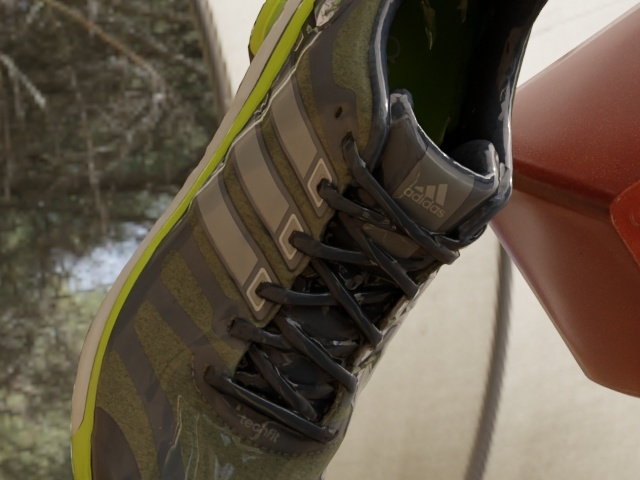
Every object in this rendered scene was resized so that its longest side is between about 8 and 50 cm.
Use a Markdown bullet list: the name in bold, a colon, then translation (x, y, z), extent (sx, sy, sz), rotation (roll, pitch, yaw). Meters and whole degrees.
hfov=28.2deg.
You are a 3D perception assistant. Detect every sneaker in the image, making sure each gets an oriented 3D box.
- **sneaker**: translation (0.000, 0.000, 0.475), extent (0.121, 0.111, 0.300), rotation (-9, -121, 62)

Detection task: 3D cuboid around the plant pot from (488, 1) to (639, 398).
- **plant pot**: translation (0.295, -0.027, 0.978), extent (0.267, 0.267, 0.236), rotation (55, 0, -15)
